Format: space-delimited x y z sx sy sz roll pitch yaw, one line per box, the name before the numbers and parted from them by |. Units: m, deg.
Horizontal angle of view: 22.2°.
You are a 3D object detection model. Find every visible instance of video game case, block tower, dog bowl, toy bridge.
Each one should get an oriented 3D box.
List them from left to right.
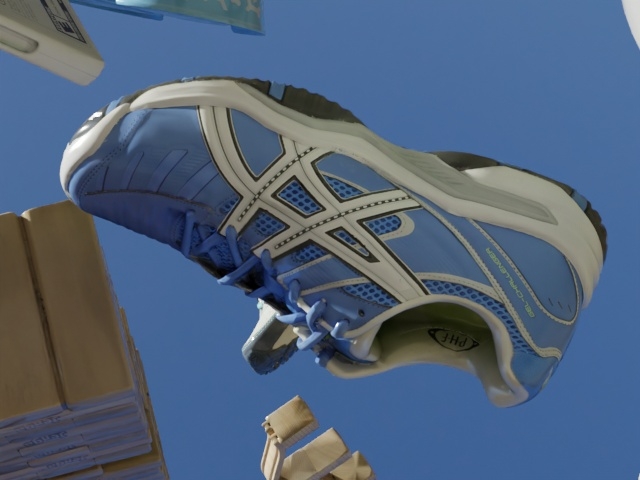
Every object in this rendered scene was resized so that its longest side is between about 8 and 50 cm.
video game case | -0.232 -0.189 0.917 0.193 0.023 0.212 22 -151 -51
block tower | -0.135 0.079 0.831 0.091 0.335 0.097 -13 -108 -6
dog bowl | -0.178 -0.268 1.668 0.166 0.297 0.074 7 -83 -49
toy bridge | -0.009 0.167 1.216 0.063 0.188 0.026 -35 -116 1

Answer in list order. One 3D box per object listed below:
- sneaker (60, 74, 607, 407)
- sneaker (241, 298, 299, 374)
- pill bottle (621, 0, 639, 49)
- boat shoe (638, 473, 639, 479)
sneaker | 0.000 0.000 0.610 0.211 0.080 0.081 14 -123 7
sneaker | -0.035 0.021 1.694 0.122 0.110 0.283 36 -135 -7
pill bottle | 0.144 -0.098 0.445 0.131 0.229 0.131 -7 -119 13
boat shoe | 0.215 0.197 0.971 0.077 0.070 0.219 22 -99 26
